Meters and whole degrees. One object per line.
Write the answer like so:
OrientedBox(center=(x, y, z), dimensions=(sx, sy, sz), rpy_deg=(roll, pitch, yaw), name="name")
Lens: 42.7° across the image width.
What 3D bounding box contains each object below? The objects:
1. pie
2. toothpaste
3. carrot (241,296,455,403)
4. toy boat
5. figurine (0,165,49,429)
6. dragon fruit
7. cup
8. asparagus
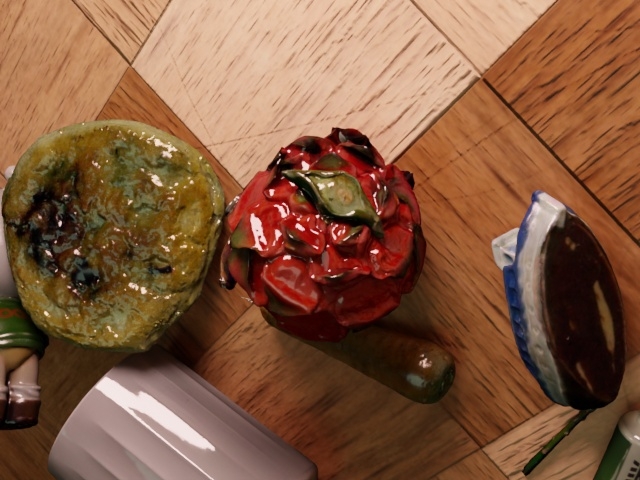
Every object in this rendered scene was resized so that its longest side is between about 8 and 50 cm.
OrientedBox(center=(-0.284, -0.011, 1.072), dimensions=(0.323, 0.070, 0.323), rpy_deg=(1, 95, 7), name="pie")
OrientedBox(center=(0.332, 0.324, 0.946), dimensions=(0.098, 0.061, 0.392), rpy_deg=(14, 121, 9), name="toothpaste")
OrientedBox(center=(0.027, 0.121, 1.030), dimensions=(0.298, 0.078, 0.078), rpy_deg=(20, 121, 25), name="carrot")
OrientedBox(center=(0.243, 0.068, 0.858), dimensions=(0.115, 0.114, 0.262), rpy_deg=(20, 132, 67), name="toy boat")
OrientedBox(center=(-0.458, 0.080, 1.166), dimensions=(0.167, 0.281, 0.370), rpy_deg=(-25, 64, 37), name="figurine")
OrientedBox(center=(0.000, 0.000, 0.918), dimensions=(0.234, 0.233, 0.293), rpy_deg=(53, 163, -2), name="dragon fruit")
OrientedBox(center=(-0.182, 0.351, 1.177), dimensions=(0.326, 0.237, 0.323), rpy_deg=(35, 155, 12), name="cup")
OrientedBox(center=(0.282, 0.230, 0.961), dimensions=(0.013, 0.016, 0.166), rpy_deg=(46, 130, 22), name="asparagus")
